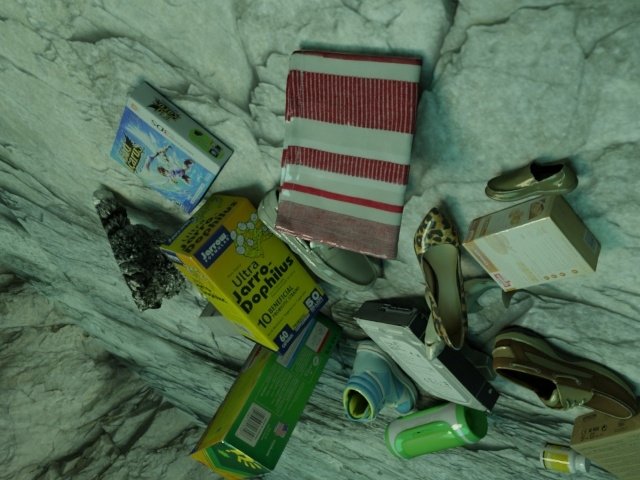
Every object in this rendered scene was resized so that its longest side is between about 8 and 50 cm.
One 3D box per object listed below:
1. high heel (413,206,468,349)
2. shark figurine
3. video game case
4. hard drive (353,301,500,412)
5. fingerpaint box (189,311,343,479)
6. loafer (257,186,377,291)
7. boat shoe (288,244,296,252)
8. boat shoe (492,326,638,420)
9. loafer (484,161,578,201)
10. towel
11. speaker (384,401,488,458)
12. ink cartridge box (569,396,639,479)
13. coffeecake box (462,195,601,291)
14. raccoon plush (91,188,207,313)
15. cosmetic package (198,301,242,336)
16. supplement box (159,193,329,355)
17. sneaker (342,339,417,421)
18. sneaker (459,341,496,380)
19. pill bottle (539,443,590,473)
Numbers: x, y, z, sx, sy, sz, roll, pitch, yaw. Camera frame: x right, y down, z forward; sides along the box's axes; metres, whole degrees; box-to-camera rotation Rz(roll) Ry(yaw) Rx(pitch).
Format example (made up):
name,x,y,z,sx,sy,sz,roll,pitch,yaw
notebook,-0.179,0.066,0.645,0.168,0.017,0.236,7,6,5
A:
name,x,y,z,sx,sy,sz,roll,pitch,yaw
high heel,0.245,0.078,1.119,0.093,0.186,0.261,-12,133,2
shark figurine,0.333,0.135,1.243,0.116,0.166,0.278,21,135,-31
video game case,-0.358,-0.202,1.355,0.244,0.061,0.269,39,146,-9
hard drive,0.259,0.289,1.444,0.339,0.064,0.237,47,158,-21
fingerpaint box,-0.156,0.442,1.668,0.163,0.445,0.371,35,145,-7
loafer,0.000,0.000,1.288,0.319,0.112,0.111,36,154,-6
boat shoe,-0.080,-0.021,1.389,0.142,0.049,0.040,45,174,-20
boat shoe,0.524,0.317,1.275,0.323,0.120,0.123,26,146,9
loafer,0.342,-0.101,0.951,0.147,0.056,0.050,-7,130,30
towel,0.039,-0.147,0.983,0.236,0.037,0.329,13,107,24
speaker,0.327,0.544,1.667,0.131,0.131,0.296,43,131,-17
ink cartridge box,0.733,0.467,1.330,0.193,0.088,0.235,32,145,-3
coffeecake box,0.377,0.008,1.044,0.142,0.068,0.185,44,144,-18
raccoon plush,-0.425,-0.014,1.608,0.447,0.299,0.216,63,163,10
cosmetic package,-0.237,0.209,1.723,0.237,0.127,0.107,-15,124,45
supplement box,-0.181,0.083,1.420,0.195,0.194,0.357,10,144,54
sneaker,0.161,0.453,1.648,0.127,0.208,0.319,-3,134,39
sneaker,0.370,0.293,1.433,0.152,0.054,0.061,38,157,-1
pill bottle,0.661,0.592,1.563,0.116,0.065,0.065,-6,131,43
